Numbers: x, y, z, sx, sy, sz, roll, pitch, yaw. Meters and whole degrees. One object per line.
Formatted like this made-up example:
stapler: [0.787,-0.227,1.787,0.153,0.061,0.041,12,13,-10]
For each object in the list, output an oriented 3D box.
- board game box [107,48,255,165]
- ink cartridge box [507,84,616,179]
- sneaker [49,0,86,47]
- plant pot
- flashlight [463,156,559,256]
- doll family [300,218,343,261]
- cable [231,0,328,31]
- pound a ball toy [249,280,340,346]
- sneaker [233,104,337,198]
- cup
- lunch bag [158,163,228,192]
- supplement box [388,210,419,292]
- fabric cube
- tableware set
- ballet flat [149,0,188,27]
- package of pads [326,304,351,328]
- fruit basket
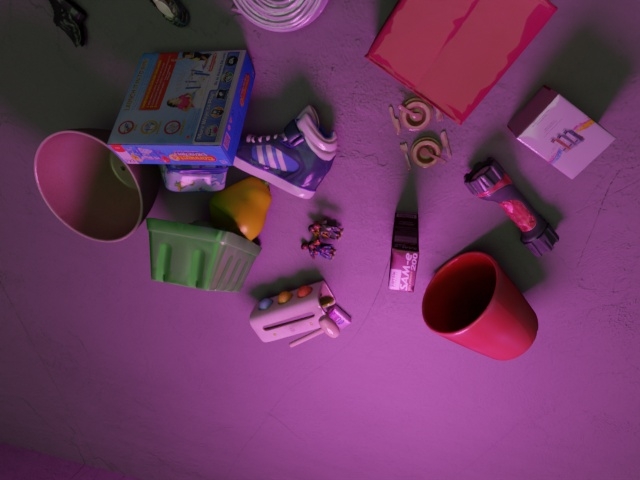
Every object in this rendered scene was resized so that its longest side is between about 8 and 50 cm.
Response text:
board game box: [-0.349,-0.346,1.080,0.302,0.308,0.086,4,157,12]
ink cartridge box: [0.572,-0.260,1.003,0.176,0.128,0.127,34,120,-7]
sneaker: [-0.716,-0.629,1.149,0.170,0.051,0.089,41,114,-14]
plant pot: [0.475,0.209,1.216,0.243,0.275,0.275,36,120,-20]
flashlight: [0.518,-0.082,1.127,0.103,0.103,0.304,-38,103,26]
doll family: [0.000,0.000,1.311,0.111,0.076,0.193,16,123,-1]
cable: [-0.097,-0.630,0.975,0.257,0.089,0.257,22,124,-1]
pound a ball toy: [-0.087,0.244,1.384,0.319,0.208,0.136,-21,112,23]
sneaker: [-0.110,-0.285,1.163,0.323,0.130,0.236,28,111,2]
cup: [-0.623,-0.195,1.255,0.331,0.237,0.331,5,119,10]
lunch bag: [-0.362,-0.223,1.178,0.176,0.219,0.090,-3,129,-28]
supplement box: [0.234,0.024,1.171,0.073,0.239,0.130,6,119,10]
fabric cube: [0.282,-0.449,0.896,0.259,0.254,0.258,33,120,-6]
tableware set: [0.270,-0.282,1.113,0.128,0.039,0.194,-14,114,20]
ballet flat: [-0.421,-0.634,1.071,0.188,0.070,0.070,42,119,-11]
package of pads: [0.065,0.269,1.464,0.083,0.032,0.050,42,116,-11]
fruit basket: [-0.306,-0.034,1.249,0.283,0.392,0.392,10,120,7]
